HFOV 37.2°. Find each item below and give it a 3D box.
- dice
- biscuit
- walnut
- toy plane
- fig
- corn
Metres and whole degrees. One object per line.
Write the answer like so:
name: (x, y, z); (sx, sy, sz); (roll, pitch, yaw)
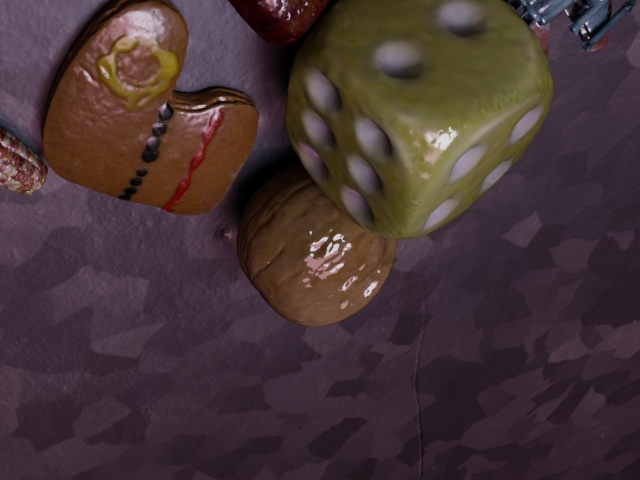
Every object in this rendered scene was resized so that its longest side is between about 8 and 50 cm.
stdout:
dice: (0.110, -0.156, 1.114); (0.233, 0.227, 0.238); (-35, 160, -22)
biscuit: (-0.190, -0.151, 1.165); (0.277, 0.052, 0.262); (20, 121, -36)
walnut: (0.000, 0.000, 1.286); (0.227, 0.228, 0.228); (-12, 135, -13)
toy plane: (0.341, -0.369, 1.157); (0.326, 0.104, 0.223); (-40, 106, 10)
fig: (-0.019, -0.316, 1.042); (0.201, 0.134, 0.146); (-42, 153, 0)
corn: (-0.415, -0.120, 1.084); (0.079, 0.079, 0.237); (-38, 137, 14)
